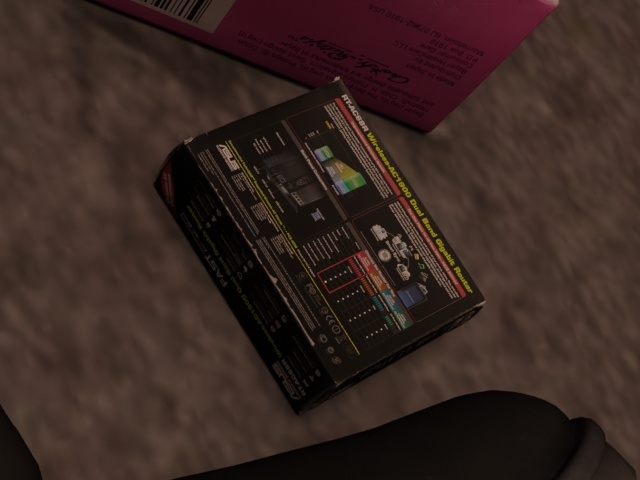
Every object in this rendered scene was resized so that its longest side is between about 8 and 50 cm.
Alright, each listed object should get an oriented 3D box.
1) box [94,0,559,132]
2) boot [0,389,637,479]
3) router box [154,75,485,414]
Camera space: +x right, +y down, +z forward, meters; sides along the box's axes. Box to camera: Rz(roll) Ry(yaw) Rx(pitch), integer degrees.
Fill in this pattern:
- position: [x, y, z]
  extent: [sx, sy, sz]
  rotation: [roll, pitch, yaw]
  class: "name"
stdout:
- position: [-0.004, -0.208, 0.728]
  extent: [0.213, 0.117, 0.243]
  rotation: [19, 57, -19]
  class: "box"
- position: [-0.146, 0.018, 0.515]
  extent: [0.445, 0.146, 0.367]
  rotation: [49, 53, 8]
  class: "boot"
- position: [0.000, 0.000, 0.664]
  extent: [0.092, 0.038, 0.122]
  rotation: [-25, 78, -36]
  class: "router box"
